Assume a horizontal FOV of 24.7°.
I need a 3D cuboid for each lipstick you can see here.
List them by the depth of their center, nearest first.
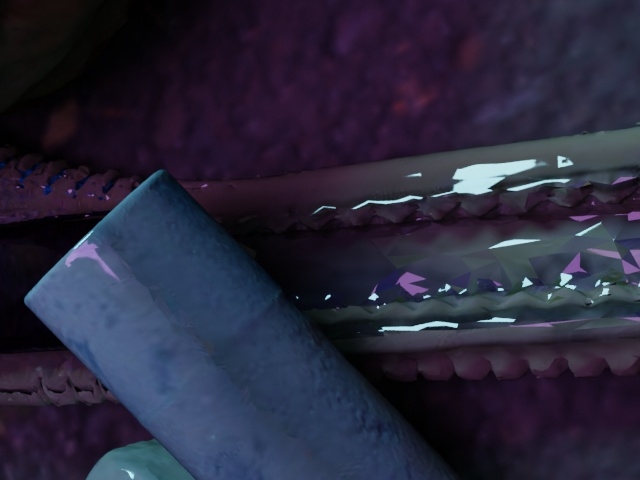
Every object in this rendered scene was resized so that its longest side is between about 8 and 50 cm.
[{"bbox_3d":[0.000,0.055,0.354,0.158,0.048,0.048,46,114,-4],"label":"lipstick"}]

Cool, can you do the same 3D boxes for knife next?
[{"bbox_3d":[-0.003,0.001,0.386,0.365,0.043,0.089,-3,94,28],"label":"knife"}]

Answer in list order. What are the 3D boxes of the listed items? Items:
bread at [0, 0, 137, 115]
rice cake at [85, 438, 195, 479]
[{"bbox_3d":[-0.128,-0.130,0.403,0.230,0.123,0.230,1,93,23],"label":"bread"},{"bbox_3d":[-0.076,0.135,0.420,0.063,0.069,0.206,45,114,17],"label":"rice cake"}]
